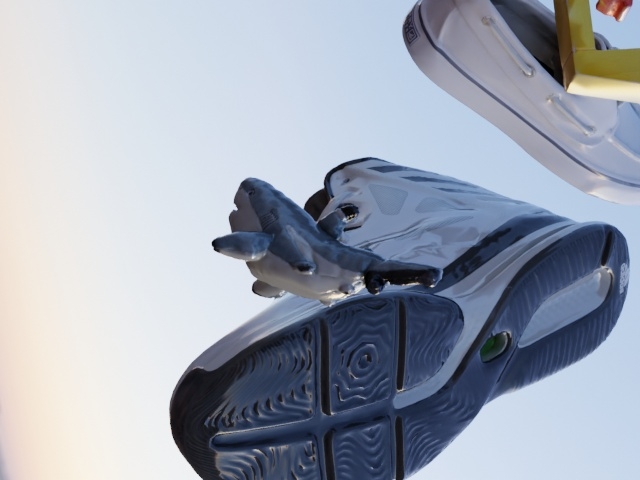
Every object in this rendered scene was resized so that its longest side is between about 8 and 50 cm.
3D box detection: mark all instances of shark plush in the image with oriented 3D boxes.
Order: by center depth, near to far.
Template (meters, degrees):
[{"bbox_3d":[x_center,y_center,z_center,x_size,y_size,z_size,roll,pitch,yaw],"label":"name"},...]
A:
[{"bbox_3d":[0.000,0.000,0.908,0.161,0.067,0.073,9,-25,43],"label":"shark plush"}]

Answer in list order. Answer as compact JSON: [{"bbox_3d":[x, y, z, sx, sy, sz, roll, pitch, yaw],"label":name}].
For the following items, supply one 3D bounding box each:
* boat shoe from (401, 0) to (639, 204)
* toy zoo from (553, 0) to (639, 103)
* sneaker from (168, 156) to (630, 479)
[{"bbox_3d":[0.179,-0.108,1.017,0.084,0.258,0.095,-35,-139,41],"label":"boat shoe"},{"bbox_3d":[0.223,-0.187,0.810,0.030,0.192,0.293,99,-12,-73],"label":"toy zoo"},{"bbox_3d":[0.022,0.060,1.187,0.257,0.447,0.169,26,-54,45],"label":"sneaker"}]
